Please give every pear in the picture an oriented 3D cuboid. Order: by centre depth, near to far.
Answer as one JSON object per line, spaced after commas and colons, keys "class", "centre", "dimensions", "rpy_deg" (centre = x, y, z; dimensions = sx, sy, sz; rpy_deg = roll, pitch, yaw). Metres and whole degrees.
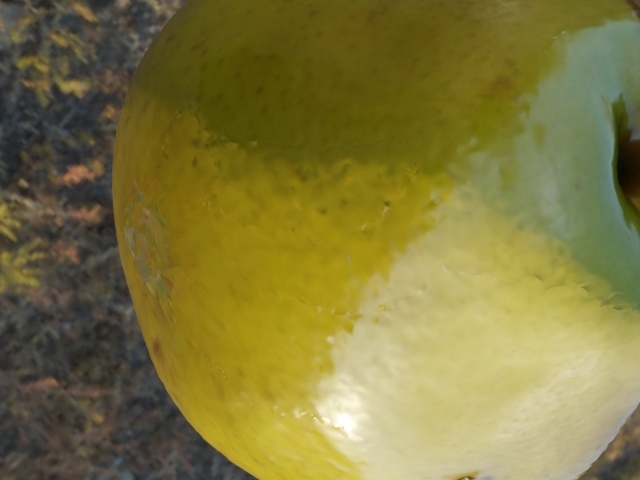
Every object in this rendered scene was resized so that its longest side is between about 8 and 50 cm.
{"class": "pear", "centre": [0.000, 0.000, 0.731], "dimensions": [0.191, 0.340, 0.386], "rpy_deg": [-13, 175, -29]}
